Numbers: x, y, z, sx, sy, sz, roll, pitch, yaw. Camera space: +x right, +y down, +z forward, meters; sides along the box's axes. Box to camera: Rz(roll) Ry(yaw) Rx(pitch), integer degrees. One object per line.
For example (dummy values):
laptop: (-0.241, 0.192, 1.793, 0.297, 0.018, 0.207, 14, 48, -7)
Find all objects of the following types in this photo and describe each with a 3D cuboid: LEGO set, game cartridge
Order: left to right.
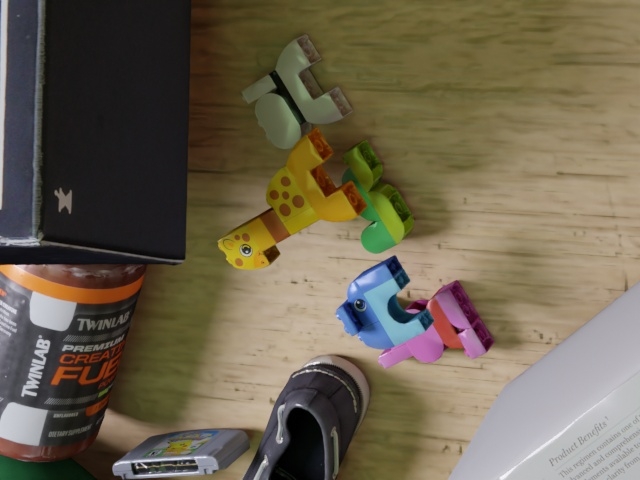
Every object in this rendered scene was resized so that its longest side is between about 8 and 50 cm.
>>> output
game cartridge: (-0.093, 0.145, 1.092, 0.083, 0.056, 0.017, -7, 98, 25)
LEGO set: (0.000, 0.000, 0.986, 0.093, 0.087, 0.227, -29, 95, 27)

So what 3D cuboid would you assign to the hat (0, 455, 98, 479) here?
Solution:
hat: (-0.238, 0.140, 1.149, 0.173, 0.209, 0.183, 111, 147, -52)

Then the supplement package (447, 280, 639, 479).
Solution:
supplement package: (0.212, 0.099, 0.869, 0.145, 0.204, 0.262, 48, 118, -1)

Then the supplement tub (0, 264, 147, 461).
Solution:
supplement tub: (-0.176, 0.041, 1.060, 0.106, 0.106, 0.198, 24, 116, 12)

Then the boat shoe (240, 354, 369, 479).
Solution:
boat shoe: (-0.026, 0.173, 1.070, 0.075, 0.065, 0.206, 24, 116, 12)

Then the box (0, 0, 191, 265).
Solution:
box: (-0.238, -0.132, 0.933, 0.294, 0.183, 0.296, 0, 86, 23)
